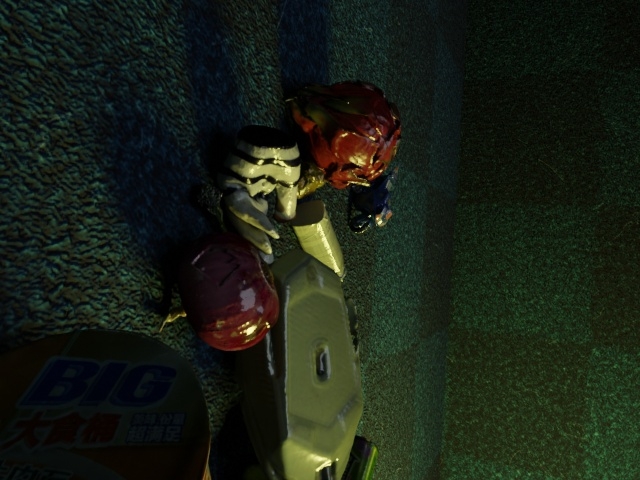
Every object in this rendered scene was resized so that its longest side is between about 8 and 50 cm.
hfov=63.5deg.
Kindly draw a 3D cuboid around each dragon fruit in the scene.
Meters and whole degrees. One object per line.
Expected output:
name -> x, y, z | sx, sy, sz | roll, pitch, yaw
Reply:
dragon fruit -> 0.038, -0.227, 1.074 | 0.293, 0.234, 0.233 | 14, 79, -34

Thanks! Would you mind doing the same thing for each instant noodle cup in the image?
instant noodle cup -> -0.219, 0.258, 0.466 | 0.296, 0.297, 0.213 | -59, 151, -46

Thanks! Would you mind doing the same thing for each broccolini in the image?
broccolini -> -0.157, -0.004, 0.847 | 0.218, 0.042, 0.044 | 77, 27, -44

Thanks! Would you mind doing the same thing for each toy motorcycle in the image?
toy motorcycle -> 0.144, -0.109, 1.381 | 0.076, 0.114, 0.204 | 51, 48, -55

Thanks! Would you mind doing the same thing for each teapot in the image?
teapot -> 0.000, 0.000, 1.136 | 0.107, 0.077, 0.200 | -90, 164, -45

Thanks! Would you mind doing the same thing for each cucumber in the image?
cucumber -> -0.100, 0.438, 0.977 | 0.115, 0.062, 0.116 | -10, 120, -63

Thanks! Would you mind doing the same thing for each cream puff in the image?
cream puff -> -0.037, -0.121, 1.042 | 0.083, 0.058, 0.083 | -16, 151, -49

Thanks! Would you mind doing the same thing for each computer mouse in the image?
computer mouse -> -0.046, 0.230, 0.925 | 0.228, 0.146, 0.428 | 2, 81, -50

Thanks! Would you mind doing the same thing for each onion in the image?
onion -> -0.137, 0.074, 0.756 | 0.177, 0.154, 0.177 | 41, 39, -45

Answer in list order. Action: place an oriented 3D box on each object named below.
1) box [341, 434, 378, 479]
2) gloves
box -> 0.027, 0.621, 1.191 | 0.345, 0.134, 0.097 | -63, 145, -40
gloves -> -0.106, -0.071, 0.858 | 0.140, 0.132, 0.218 | -61, 174, -59
